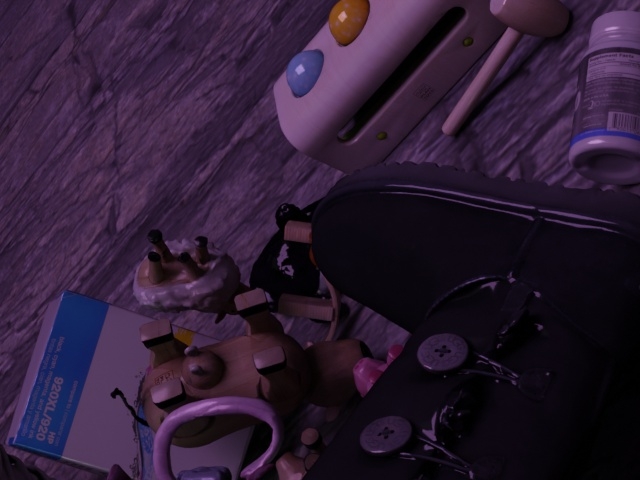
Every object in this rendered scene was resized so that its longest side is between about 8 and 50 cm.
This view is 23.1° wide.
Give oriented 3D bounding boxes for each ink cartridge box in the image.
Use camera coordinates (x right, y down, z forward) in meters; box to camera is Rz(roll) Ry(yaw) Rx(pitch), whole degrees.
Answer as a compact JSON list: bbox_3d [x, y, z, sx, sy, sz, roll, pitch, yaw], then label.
[{"bbox_3d":[-0.195,0.172,1.659,0.171,0.233,0.168,152,135,-74],"label":"ink cartridge box"}]

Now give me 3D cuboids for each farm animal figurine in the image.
[{"bbox_3d":[-0.029,0.146,1.503,0.327,0.172,0.330,-3,57,9],"label":"farm animal figurine"}]

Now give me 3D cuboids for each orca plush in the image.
[{"bbox_3d":[0.000,0.000,1.643,0.287,0.102,0.151,-14,57,53],"label":"orca plush"}]

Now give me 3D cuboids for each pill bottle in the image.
[{"bbox_3d":[0.260,-0.124,1.350,0.078,0.078,0.137,-20,52,51],"label":"pill bottle"}]

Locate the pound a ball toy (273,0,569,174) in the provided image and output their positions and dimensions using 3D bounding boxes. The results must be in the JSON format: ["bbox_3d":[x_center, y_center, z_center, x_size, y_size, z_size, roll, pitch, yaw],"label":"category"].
[{"bbox_3d":[0.087,-0.202,1.622,0.319,0.136,0.208,-47,35,30],"label":"pound a ball toy"}]

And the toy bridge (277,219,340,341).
[{"bbox_3d":[-0.012,0.069,1.619,0.026,0.063,0.188,-61,-22,-70],"label":"toy bridge"}]

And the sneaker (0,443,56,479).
[{"bbox_3d":[-0.379,0.269,1.858,0.447,0.258,0.169,126,148,-53],"label":"sneaker"}]

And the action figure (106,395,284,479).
[{"bbox_3d":[-0.121,0.359,1.380,0.248,0.370,0.275,-5,37,24],"label":"action figure"}]

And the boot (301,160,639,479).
[{"bbox_3d":[0.046,0.143,1.224,0.367,0.146,0.445,1,48,42],"label":"boot"}]
